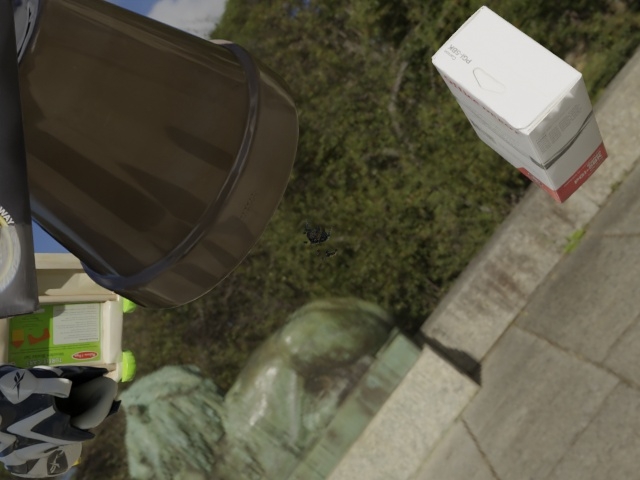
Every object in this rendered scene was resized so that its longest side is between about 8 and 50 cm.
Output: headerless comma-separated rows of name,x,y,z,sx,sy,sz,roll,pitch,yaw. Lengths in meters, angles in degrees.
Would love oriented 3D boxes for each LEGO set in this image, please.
LEGO set,-0.002,0.002,1.397,0.054,0.083,0.023,-14,-31,1

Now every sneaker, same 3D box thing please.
sneaker,-0.286,0.207,0.948,0.235,0.153,0.094,74,-164,-49

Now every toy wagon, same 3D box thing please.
toy wagon,-0.431,0.193,1.350,0.267,0.345,0.068,1,-1,-40

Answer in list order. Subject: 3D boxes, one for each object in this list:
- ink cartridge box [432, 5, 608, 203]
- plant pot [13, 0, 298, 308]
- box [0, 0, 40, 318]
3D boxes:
ink cartridge box,0.152,-0.098,0.620,0.056,0.099,0.135,-46,-31,5
plant pot,-0.232,-0.120,0.894,0.323,0.280,0.323,-22,54,34
box,-0.338,-0.115,0.625,0.097,0.319,0.394,-5,6,-40
